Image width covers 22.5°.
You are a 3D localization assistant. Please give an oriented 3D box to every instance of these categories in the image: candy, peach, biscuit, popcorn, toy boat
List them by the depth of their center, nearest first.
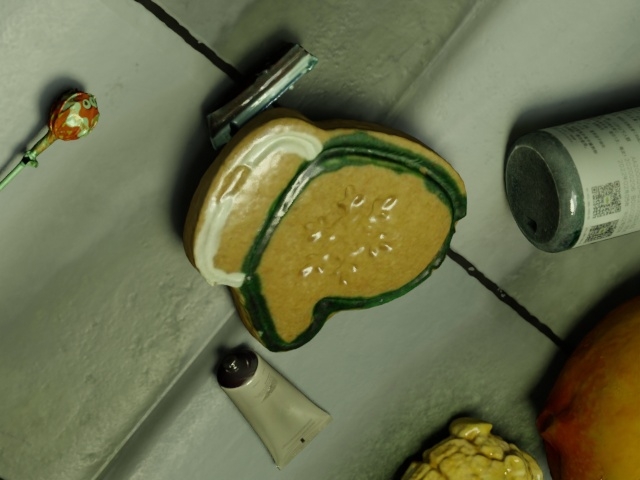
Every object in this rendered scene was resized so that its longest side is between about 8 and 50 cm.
[{"bbox_3d":[-0.286,-0.077,1.573,0.185,0.049,0.055,-44,171,6],"label":"candy"},{"bbox_3d":[-0.056,-0.140,1.648,0.140,0.059,0.066,-41,110,-1],"label":"toy boat"},{"bbox_3d":[0.001,0.001,1.724,0.344,0.057,0.287,14,116,-41],"label":"biscuit"},{"bbox_3d":[0.182,0.310,1.959,0.194,0.140,0.163,-18,127,-21],"label":"popcorn"},{"bbox_3d":[0.449,0.232,1.965,0.372,0.290,0.372,-10,119,-19],"label":"peach"}]

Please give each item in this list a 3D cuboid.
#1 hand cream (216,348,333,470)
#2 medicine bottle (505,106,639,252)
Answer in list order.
[{"bbox_3d":[-0.058,0.184,1.823,0.087,0.054,0.186,-44,133,-7],"label":"hand cream"},{"bbox_3d":[0.369,-0.083,1.853,0.293,0.141,0.141,-14,120,-21],"label":"medicine bottle"}]
